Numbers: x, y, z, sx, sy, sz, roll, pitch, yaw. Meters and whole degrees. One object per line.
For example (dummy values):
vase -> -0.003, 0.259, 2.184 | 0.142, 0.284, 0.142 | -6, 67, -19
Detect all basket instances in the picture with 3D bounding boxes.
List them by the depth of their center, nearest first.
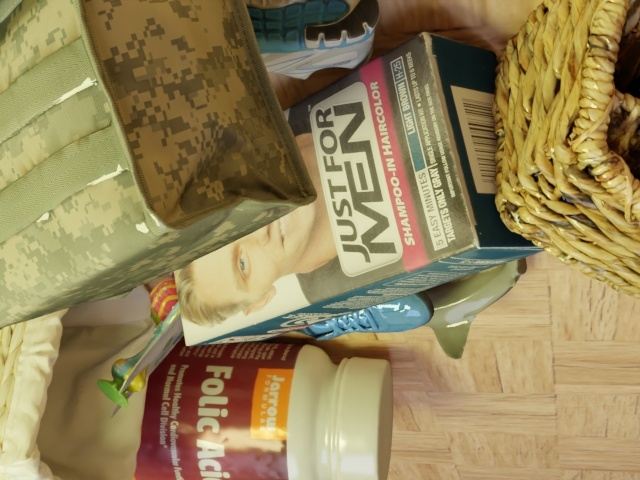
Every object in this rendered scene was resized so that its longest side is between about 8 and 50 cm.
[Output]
basket -> 0.293, -0.080, 0.583 | 0.299, 0.213, 0.223 | 15, 150, -13
basket -> -0.366, 0.150, 1.001 | 0.266, 0.331, 0.328 | 0, 149, 5

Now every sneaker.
sneaker -> -0.048, -0.156, 0.681 | 0.190, 0.071, 0.083 | 5, 159, 9
sneaker -> 0.029, 0.088, 0.989 | 0.209, 0.082, 0.069 | 1, 123, 38

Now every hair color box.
hair color box -> 0.007, -0.025, 0.764 | 0.105, 0.174, 0.347 | 1, 163, -46

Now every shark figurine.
shark figurine -> 0.166, 0.072, 0.983 | 0.166, 0.116, 0.278 | 24, 148, -29

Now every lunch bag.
lunch bag -> -0.169, -0.111, 0.594 | 0.235, 0.287, 0.169 | -24, 174, 39

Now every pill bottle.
pill bottle -> -0.099, 0.258, 1.250 | 0.392, 0.224, 0.224 | 1, 150, 11

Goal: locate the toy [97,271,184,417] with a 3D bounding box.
toy -> -0.171, 0.081, 0.981 | 0.056, 0.237, 0.137 | 34, 147, 0
